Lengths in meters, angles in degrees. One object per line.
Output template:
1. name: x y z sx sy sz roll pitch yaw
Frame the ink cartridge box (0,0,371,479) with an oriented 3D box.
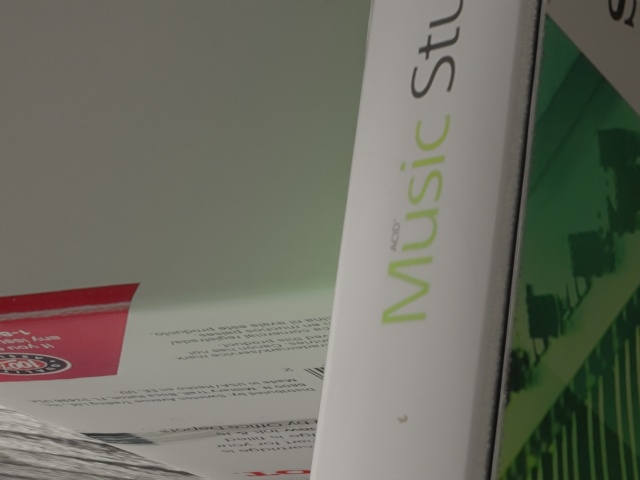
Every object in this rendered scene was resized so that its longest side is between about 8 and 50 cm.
1. ink cartridge box: 0.000 0.000 0.543 0.172 0.100 0.237 -6 163 22

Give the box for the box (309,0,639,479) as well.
1. box: 0.137 0.055 0.436 0.322 0.232 0.058 16 164 -34
